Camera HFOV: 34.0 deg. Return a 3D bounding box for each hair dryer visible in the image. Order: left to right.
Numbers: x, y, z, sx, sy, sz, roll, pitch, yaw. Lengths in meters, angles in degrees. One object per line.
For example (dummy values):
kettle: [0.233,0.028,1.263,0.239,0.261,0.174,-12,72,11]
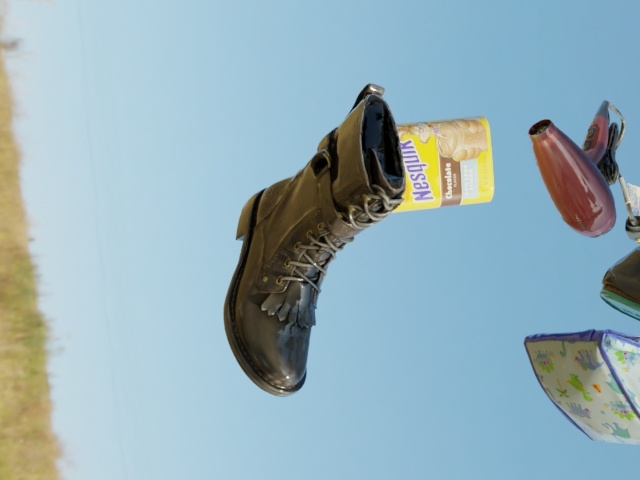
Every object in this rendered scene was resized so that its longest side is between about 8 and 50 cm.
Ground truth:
hair dryer: [0.380,-0.109,1.516,0.080,0.293,0.224,-23,-112,33]

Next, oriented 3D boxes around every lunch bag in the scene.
lunch bag: [0.309,0.148,1.132,0.096,0.151,0.129,-58,-160,-23]

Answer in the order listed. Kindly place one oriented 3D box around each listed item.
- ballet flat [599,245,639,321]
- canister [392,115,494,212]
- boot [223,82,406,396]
ballet flat: [0.319,0.064,0.836,0.203,0.074,0.074,36,-48,38]
canister: [0.139,-0.101,1.395,0.073,0.169,0.126,-145,-131,-79]
boot: [0.000,0.000,1.022,0.229,0.091,0.263,-36,-131,46]
